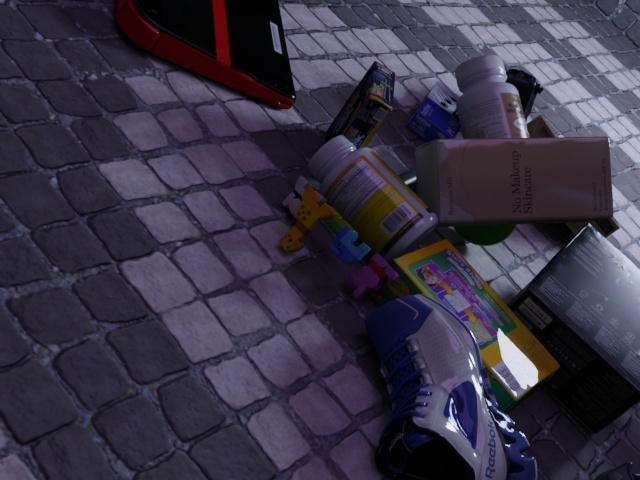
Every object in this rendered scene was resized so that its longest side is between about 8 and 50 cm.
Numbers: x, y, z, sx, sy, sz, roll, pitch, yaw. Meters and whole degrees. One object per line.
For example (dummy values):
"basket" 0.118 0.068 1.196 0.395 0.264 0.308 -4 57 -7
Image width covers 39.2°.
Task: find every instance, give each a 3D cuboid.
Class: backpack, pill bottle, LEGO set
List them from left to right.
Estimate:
"LEGO set" 0.000 0.000 1.343 0.227 0.093 0.087 47 5 25
"pill bottle" 0.080 -0.069 1.459 0.215 0.117 0.117 47 35 12
"pill bottle" 0.351 -0.257 1.854 0.131 0.131 0.229 2 71 -42
"backpack" 0.426 -0.319 2.050 0.117 0.158 0.173 19 21 3

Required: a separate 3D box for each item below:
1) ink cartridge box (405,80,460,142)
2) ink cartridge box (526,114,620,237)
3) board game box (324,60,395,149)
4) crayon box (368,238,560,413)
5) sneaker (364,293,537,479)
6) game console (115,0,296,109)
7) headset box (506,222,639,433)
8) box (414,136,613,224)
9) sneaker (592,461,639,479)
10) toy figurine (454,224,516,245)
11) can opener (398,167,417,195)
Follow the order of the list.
"ink cartridge box" 0.255 -0.266 1.919 0.097 0.046 0.207 37 34 -1
"ink cartridge box" 0.517 -0.125 1.906 0.193 0.088 0.234 34 27 -46
"board game box" 0.064 -0.207 1.560 0.048 0.170 0.141 27 34 -14
"crayon box" 0.220 0.134 1.383 0.278 0.081 0.165 50 35 17
"sneaker" 0.139 0.213 1.175 0.182 0.127 0.315 -1 51 -46
"game console" -0.211 -0.420 1.670 0.342 0.060 0.386 24 37 -30
"headset box" 0.460 0.135 1.516 0.246 0.131 0.283 44 45 10
"box" 0.327 -0.099 1.538 0.311 0.121 0.147 -3 88 -12
"sneaker" 0.499 0.410 1.283 0.300 0.121 0.111 26 36 -18
"toy figurine" 0.328 -0.085 1.698 0.130 0.173 0.159 8 10 23
"can opener" 0.211 -0.121 1.663 0.076 0.095 0.283 46 34 12
